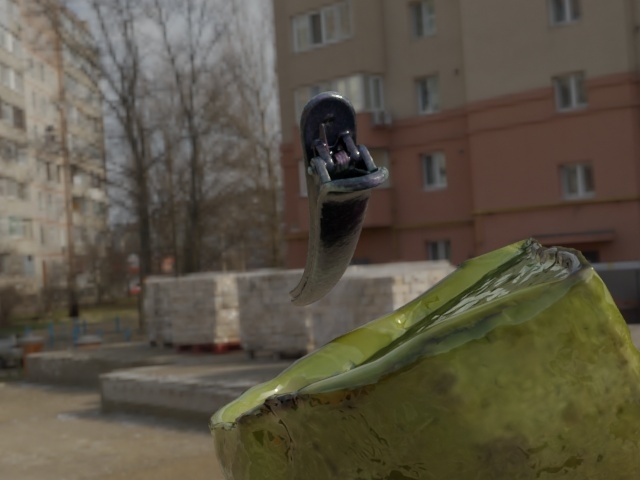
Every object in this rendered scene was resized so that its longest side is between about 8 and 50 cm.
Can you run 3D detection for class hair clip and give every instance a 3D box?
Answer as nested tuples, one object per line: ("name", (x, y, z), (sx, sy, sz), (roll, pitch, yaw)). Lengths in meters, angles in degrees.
("hair clip", (0.000, 0.000, 0.819), (0.048, 0.083, 0.275), (-20, -26, -20))

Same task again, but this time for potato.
("potato", (0.086, 0.148, 0.707), (0.280, 0.213, 0.330), (-27, -1, 5))
